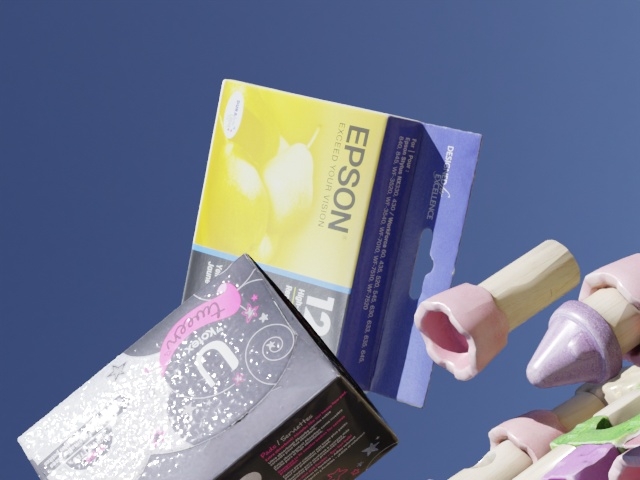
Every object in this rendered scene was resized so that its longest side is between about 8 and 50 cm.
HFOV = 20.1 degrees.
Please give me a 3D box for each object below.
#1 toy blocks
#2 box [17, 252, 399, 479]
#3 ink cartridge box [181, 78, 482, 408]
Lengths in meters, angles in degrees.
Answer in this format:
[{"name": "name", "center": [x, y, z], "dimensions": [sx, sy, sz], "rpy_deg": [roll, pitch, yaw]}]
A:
[{"name": "toy blocks", "center": [0.185, 0.171, 1.201], "dimensions": [0.260, 0.288, 0.309], "rpy_deg": [-31, -83, -25]}, {"name": "box", "center": [-0.093, 0.161, 1.474], "dimensions": [0.247, 0.163, 0.142], "rpy_deg": [-38, -37, -1]}, {"name": "ink cartridge box", "center": [0.000, 0.000, 1.957], "dimensions": [0.072, 0.307, 0.303], "rpy_deg": [5, -82, -55]}]
